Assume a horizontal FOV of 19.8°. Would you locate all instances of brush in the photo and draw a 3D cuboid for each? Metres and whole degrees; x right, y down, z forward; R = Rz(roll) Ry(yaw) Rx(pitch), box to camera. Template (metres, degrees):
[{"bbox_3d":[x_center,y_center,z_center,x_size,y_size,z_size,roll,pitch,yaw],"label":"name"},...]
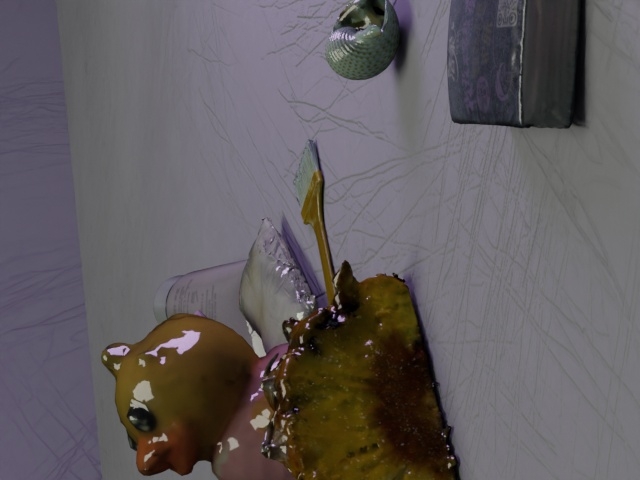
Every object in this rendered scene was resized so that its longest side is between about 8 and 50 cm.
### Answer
[{"bbox_3d":[0.000,0.000,1.904,0.083,0.011,0.205,111,152,-54],"label":"brush"}]

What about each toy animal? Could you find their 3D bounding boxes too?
[{"bbox_3d":[-0.078,0.163,1.751,0.195,0.281,0.169,110,175,-62],"label":"toy animal"}]

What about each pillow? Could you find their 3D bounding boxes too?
[{"bbox_3d":[-0.045,0.072,2.007,0.229,0.051,0.128,-123,41,-61],"label":"pillow"}]

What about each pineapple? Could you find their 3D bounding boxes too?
[{"bbox_3d":[0.016,0.174,1.586,0.158,0.161,0.334,111,150,-61],"label":"pineapple"}]

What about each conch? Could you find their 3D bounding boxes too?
[{"bbox_3d":[0.044,-0.180,1.627,0.085,0.056,0.076,-14,57,45],"label":"conch"}]

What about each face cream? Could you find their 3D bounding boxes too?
[{"bbox_3d":[-0.120,0.084,2.241,0.314,0.089,0.143,180,90,-67],"label":"face cream"}]

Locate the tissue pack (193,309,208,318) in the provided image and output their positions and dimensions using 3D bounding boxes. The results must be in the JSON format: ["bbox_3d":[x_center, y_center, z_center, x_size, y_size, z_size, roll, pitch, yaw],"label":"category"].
[{"bbox_3d":[-0.091,0.179,1.969,0.092,0.148,0.246,-46,21,0],"label":"tissue pack"}]

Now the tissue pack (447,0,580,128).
[{"bbox_3d":[0.135,-0.137,1.297,0.156,0.051,0.112,-161,73,-75],"label":"tissue pack"}]
